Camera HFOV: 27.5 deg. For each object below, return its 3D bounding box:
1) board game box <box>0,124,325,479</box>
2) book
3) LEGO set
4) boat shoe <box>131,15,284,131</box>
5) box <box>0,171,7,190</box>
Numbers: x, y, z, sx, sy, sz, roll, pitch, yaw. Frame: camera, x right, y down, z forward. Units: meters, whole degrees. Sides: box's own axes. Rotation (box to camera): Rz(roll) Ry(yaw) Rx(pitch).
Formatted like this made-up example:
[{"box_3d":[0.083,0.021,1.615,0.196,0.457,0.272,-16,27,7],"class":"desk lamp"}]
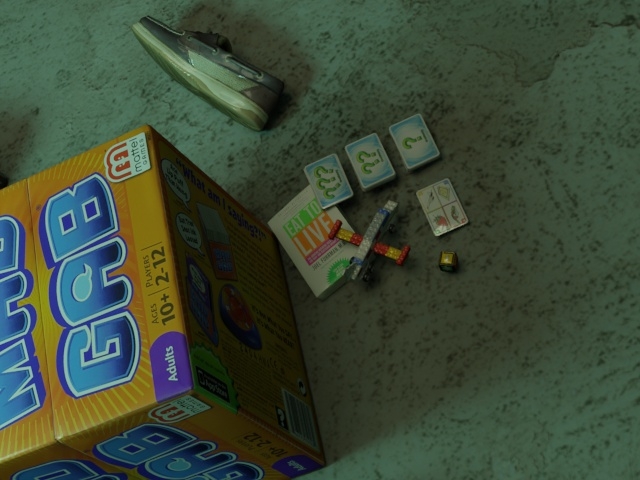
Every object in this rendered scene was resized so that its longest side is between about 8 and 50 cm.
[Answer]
[{"box_3d":[-0.254,0.138,1.669,0.356,0.356,0.356,-22,60,16],"class":"board game box"},{"box_3d":[0.000,0.000,1.805,0.096,0.035,0.144,-40,59,7],"class":"book"},{"box_3d":[0.091,-0.048,1.747,0.182,0.060,0.244,-24,61,4],"class":"LEGO set"},{"box_3d":[-0.167,-0.266,1.969,0.285,0.103,0.092,37,82,30],"class":"boat shoe"},{"box_3d":[-0.632,-0.050,2.054,0.168,0.167,0.203,7,71,28],"class":"box"}]
